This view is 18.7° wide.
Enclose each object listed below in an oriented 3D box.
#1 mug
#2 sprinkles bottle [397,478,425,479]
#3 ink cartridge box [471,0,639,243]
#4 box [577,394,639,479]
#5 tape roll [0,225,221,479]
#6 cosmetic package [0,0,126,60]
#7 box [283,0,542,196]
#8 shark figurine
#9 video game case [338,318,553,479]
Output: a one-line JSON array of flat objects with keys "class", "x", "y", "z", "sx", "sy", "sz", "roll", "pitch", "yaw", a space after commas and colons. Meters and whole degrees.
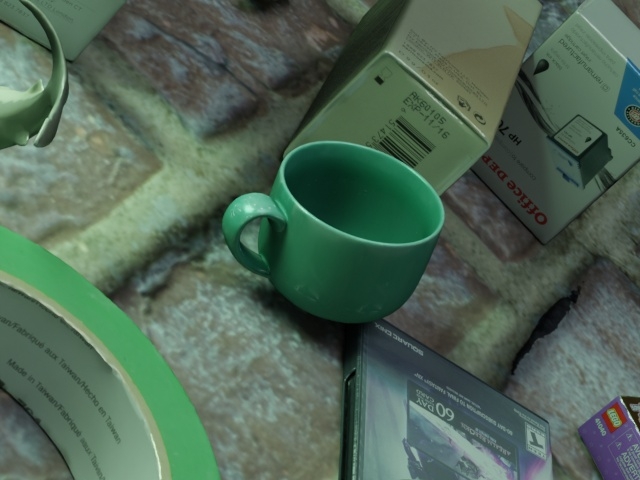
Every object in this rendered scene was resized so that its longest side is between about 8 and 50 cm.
[{"class": "mug", "x": 0.005, "y": -0.003, "z": 1.476, "sx": 0.157, "sy": 0.097, "sz": 0.129, "roll": 19, "pitch": 34, "yaw": -2}, {"class": "sprinkles bottle", "x": 0.003, "y": 0.222, "z": 1.108, "sx": 0.121, "sy": 0.121, "sz": 0.355, "roll": 51, "pitch": 18, "yaw": 11}, {"class": "ink cartridge box", "x": 0.234, "y": -0.112, "z": 1.799, "sx": 0.139, "sy": 0.191, "sz": 0.082, "roll": 46, "pitch": 32, "yaw": 3}, {"class": "box", "x": 0.368, "y": 0.236, "z": 1.670, "sx": 0.293, "sy": 0.057, "sz": 0.201, "roll": 8, "pitch": 47, "yaw": -45}, {"class": "tape roll", "x": -0.202, "y": 0.122, "z": 1.104, "sx": 0.321, "sy": 0.077, "sz": 0.321, "roll": 30, "pitch": 34, "yaw": -23}, {"class": "cosmetic package", "x": -0.131, "y": -0.347, "z": 1.453, "sx": 0.156, "sy": 0.385, "sz": 0.217, "roll": 29, "pitch": 33, "yaw": -25}, {"class": "box", "x": 0.088, "y": -0.144, "z": 1.711, "sx": 0.121, "sy": 0.148, "sz": 0.311, "roll": 41, "pitch": 32, "yaw": -8}, {"class": "shark figurine", "x": -0.244, "y": -0.064, "z": 1.218, "sx": 0.166, "sy": 0.278, "sz": 0.116, "roll": 51, "pitch": 53, "yaw": -52}, {"class": "video game case", "x": 0.096, "y": 0.187, "z": 1.436, "sx": 0.196, "sy": 0.026, "sz": 0.274, "roll": 32, "pitch": 32, "yaw": -20}]
